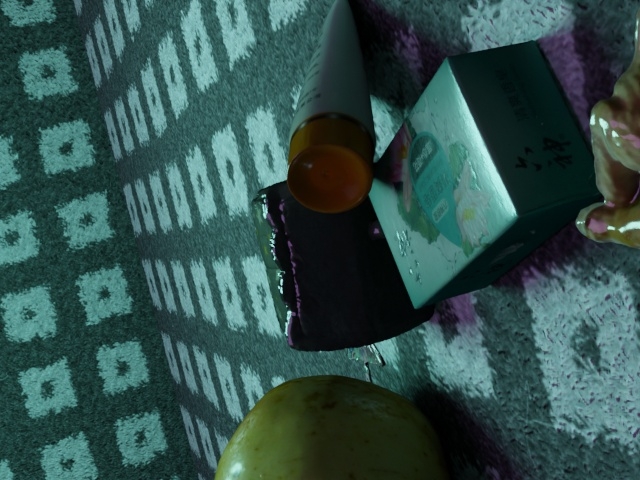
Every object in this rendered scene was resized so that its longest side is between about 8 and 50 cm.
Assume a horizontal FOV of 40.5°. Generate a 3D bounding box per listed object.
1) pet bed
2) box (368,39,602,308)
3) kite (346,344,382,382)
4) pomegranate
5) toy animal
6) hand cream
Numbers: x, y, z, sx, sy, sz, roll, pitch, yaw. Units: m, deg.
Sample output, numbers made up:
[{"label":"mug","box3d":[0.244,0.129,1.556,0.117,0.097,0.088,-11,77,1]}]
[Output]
[{"label":"pet bed","box3d":[0.030,0.020,1.012,0.159,0.183,0.211,-166,64,-74]},{"label":"box","box3d":[0.137,-0.050,0.801,0.245,0.092,0.153,122,129,-63]},{"label":"kite","box3d":[0.063,0.175,1.275,0.139,0.011,0.156,-179,75,-71]},{"label":"pomegranate","box3d":[0.030,0.340,1.091,0.342,0.342,0.342,165,90,-70]},{"label":"toy animal","box3d":[0.248,-0.052,0.503,0.185,0.104,0.184,-133,32,-58]},{"label":"hand cream","box3d":[0.013,-0.152,0.960,0.314,0.089,0.139,-89,2,-48]}]
